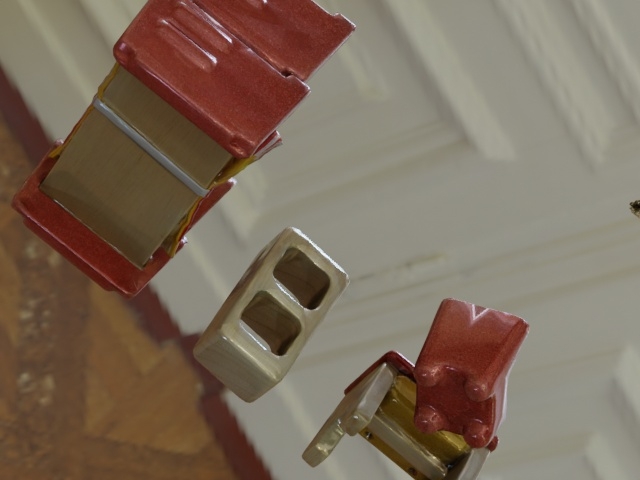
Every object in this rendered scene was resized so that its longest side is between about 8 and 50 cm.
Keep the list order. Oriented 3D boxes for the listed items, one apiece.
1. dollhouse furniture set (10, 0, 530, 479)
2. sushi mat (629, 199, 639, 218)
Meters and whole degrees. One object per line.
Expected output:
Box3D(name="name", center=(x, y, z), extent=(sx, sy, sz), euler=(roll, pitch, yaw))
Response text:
Box3D(name="dollhouse furniture set", center=(0.000, 0.000, 1.179), extent=(0.374, 0.201, 0.152), euler=(40, 46, -5))
Box3D(name="sushi mat", center=(0.439, 0.039, 1.613), extent=(0.316, 0.151, 0.019), euler=(36, 59, -25))
